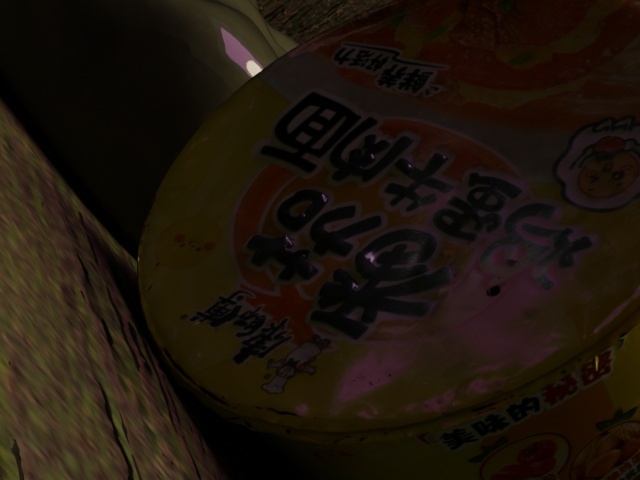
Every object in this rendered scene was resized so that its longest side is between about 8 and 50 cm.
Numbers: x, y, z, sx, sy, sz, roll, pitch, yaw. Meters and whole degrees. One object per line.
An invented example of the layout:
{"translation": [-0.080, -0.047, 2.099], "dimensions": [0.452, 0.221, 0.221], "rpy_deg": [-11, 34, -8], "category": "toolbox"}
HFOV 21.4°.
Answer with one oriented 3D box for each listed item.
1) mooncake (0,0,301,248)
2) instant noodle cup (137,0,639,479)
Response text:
{"translation": [-0.087, -0.092, 0.943], "dimensions": [0.275, 0.135, 0.275], "rpy_deg": [49, 6, -7], "category": "mooncake"}
{"translation": [0.074, 0.040, 0.761], "dimensions": [0.264, 0.264, 0.200], "rpy_deg": [53, -7, 49], "category": "instant noodle cup"}
